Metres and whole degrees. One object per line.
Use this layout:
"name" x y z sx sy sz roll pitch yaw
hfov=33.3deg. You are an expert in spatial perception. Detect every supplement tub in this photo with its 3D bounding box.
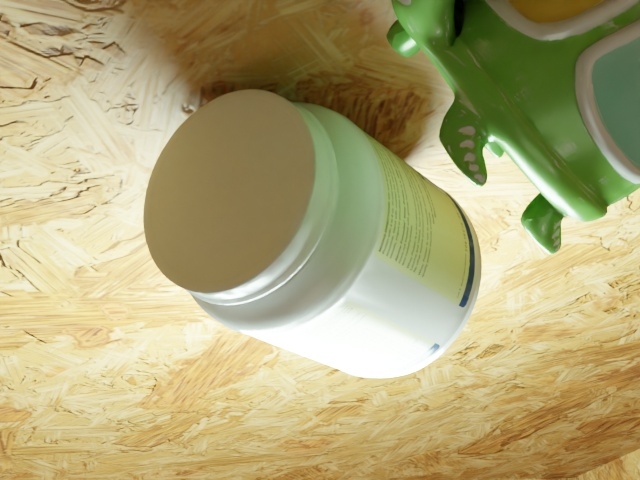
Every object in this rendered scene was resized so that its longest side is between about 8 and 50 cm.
"supplement tub" 0.000 0.000 1.100 0.235 0.235 0.325 -24 151 25

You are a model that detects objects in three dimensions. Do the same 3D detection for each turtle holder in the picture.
"turtle holder" 0.188 -0.174 0.883 0.227 0.243 0.320 -37 106 17
